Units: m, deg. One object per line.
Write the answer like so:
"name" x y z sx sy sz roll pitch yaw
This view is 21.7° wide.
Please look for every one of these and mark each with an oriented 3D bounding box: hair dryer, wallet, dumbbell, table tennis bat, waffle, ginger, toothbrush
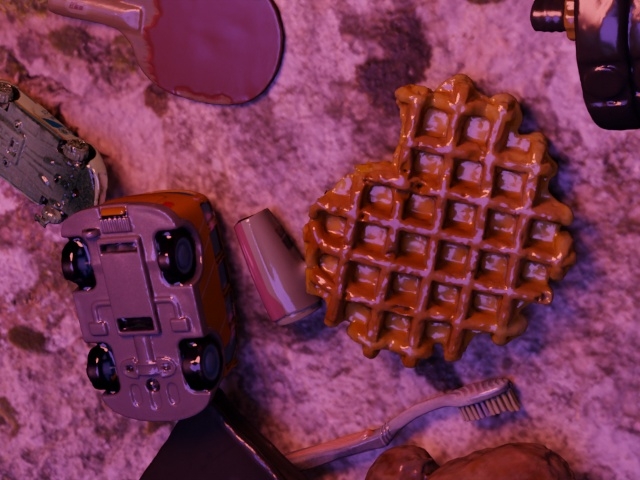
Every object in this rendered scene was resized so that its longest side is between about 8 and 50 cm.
"hair dryer" 0.005 0.005 1.528 0.154 0.054 0.106 -22 94 18
"wallet" -0.132 0.326 1.661 0.197 0.051 0.377 44 126 12
"dumbbell" 0.345 -0.168 1.235 0.388 0.185 0.185 2 108 23
"table tennis bat" -0.143 -0.197 1.531 0.234 0.022 0.131 14 113 17
"waffle" 0.092 -0.011 1.454 0.253 0.056 0.249 -19 102 17
"ginger" 0.174 0.292 1.499 0.304 0.155 0.244 52 126 9
"toothbrush" 0.021 0.197 1.590 0.375 0.028 0.037 -21 107 28

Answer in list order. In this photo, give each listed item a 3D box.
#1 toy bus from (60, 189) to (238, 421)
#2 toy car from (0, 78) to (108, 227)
"toy bus" -0.148 0.052 1.550 0.126 0.136 0.209 -4 106 23
"toy car" -0.270 -0.082 1.603 0.186 0.058 0.093 36 118 22
